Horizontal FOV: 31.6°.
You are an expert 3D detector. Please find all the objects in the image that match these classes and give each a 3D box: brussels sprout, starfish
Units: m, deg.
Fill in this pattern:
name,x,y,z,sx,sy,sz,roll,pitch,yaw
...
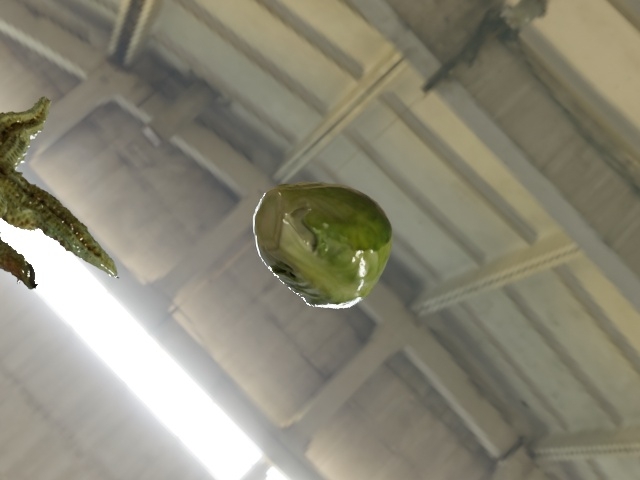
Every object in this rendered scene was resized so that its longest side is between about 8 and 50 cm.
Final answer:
name,x,y,z,sx,sy,sz,roll,pitch,yaw
brussels sprout,0.000,0.000,1.898,0.271,0.210,0.219,20,16,-46
starfish,-0.327,-0.086,1.139,0.347,0.078,0.358,53,10,-4
